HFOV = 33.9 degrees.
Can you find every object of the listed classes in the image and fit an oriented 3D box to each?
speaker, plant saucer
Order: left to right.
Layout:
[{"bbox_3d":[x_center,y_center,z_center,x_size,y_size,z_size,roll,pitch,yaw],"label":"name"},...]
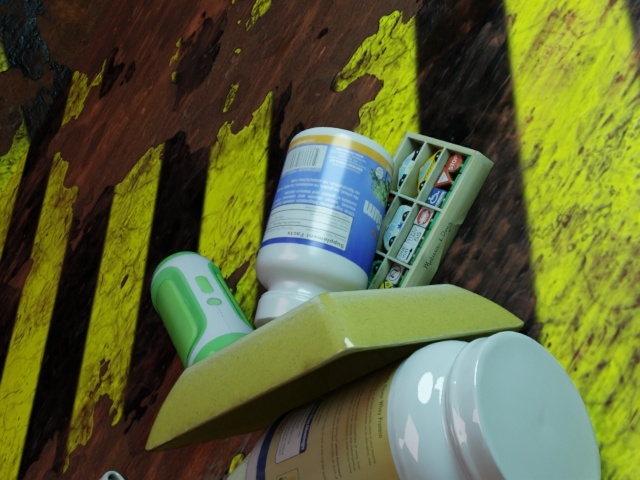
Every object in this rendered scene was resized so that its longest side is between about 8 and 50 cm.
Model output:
[{"bbox_3d":[-0.177,0.131,1.632,0.131,0.131,0.296,-54,34,10],"label":"speaker"},{"bbox_3d":[0.010,0.133,1.190,0.333,0.333,0.081,-31,71,37],"label":"plant saucer"}]

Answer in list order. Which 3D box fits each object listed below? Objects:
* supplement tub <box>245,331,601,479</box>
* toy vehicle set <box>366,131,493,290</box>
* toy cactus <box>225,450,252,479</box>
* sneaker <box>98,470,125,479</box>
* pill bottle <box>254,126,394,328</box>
[{"bbox_3d":[0.101,0.238,1.081,0.316,0.228,0.228,-31,43,37],"label":"supplement tub"},{"bbox_3d":[0.114,-0.013,1.434,0.166,0.035,0.266,25,86,57],"label":"toy vehicle set"},{"bbox_3d":[-0.138,0.367,1.435,0.180,0.112,0.219,-57,23,-13],"label":"toy cactus"},{"bbox_3d":[-0.341,0.428,1.689,0.070,0.051,0.134,-52,29,22],"label":"sneaker"},{"bbox_3d":[0.000,0.000,1.403,0.152,0.152,0.272,-13,56,49],"label":"pill bottle"}]
